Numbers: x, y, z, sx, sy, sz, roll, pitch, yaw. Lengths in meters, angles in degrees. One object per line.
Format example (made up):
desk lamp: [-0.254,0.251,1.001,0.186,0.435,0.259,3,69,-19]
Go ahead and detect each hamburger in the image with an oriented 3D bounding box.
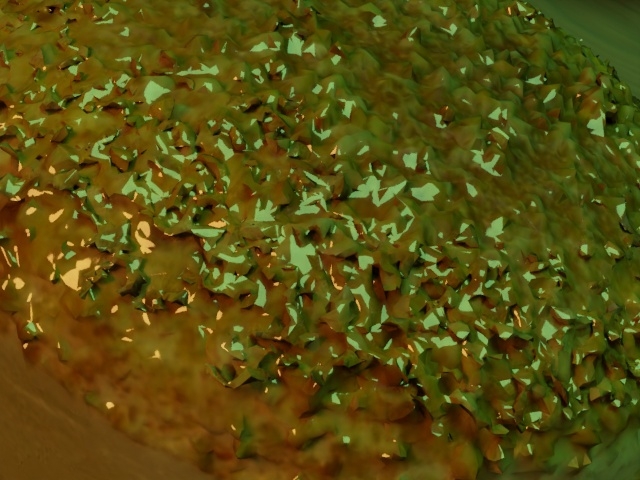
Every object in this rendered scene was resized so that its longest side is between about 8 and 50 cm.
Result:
hamburger: [0.000,0.000,0.583,0.294,0.179,0.276,30,34,-2]
